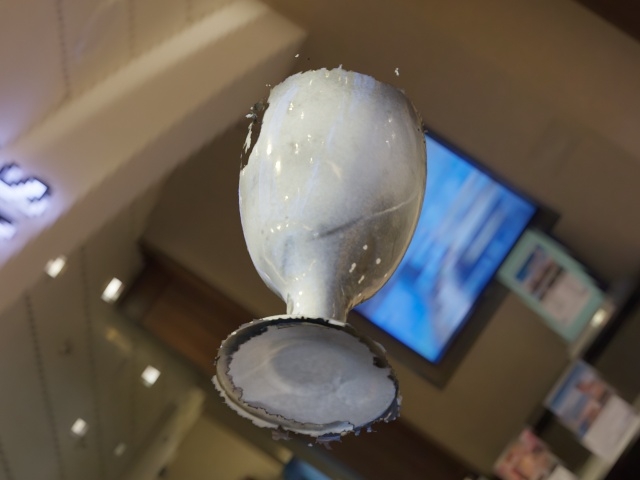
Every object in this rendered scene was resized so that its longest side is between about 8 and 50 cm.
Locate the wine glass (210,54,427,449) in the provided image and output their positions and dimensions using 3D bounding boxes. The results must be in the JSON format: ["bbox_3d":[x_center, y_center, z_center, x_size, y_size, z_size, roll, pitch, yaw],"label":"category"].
[{"bbox_3d":[0.005,0.002,1.604,0.190,0.190,0.357,118,163,-47],"label":"wine glass"}]
